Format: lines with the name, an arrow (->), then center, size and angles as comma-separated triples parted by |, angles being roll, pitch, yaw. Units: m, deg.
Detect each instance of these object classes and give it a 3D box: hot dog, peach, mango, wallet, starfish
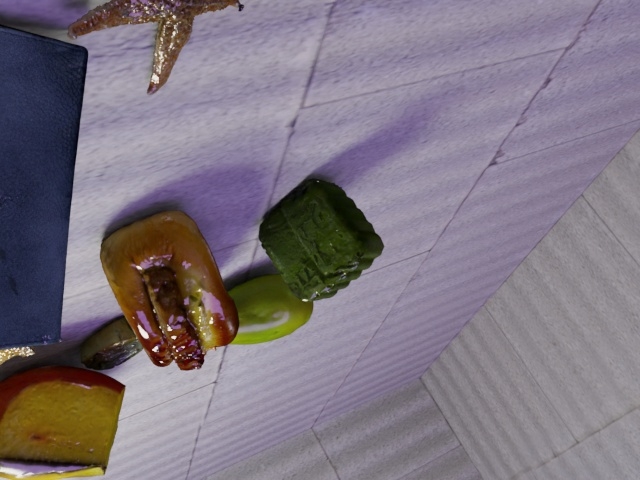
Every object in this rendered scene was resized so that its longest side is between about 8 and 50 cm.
hot dog -> -0.277, 0.127, 1.365 | 0.185, 0.223, 0.405 | -27, 157, -15
peach -> -0.580, 0.389, 1.505 | 0.306, 0.242, 0.380 | 4, 163, -9
mango -> -0.149, 0.170, 1.687 | 0.273, 0.149, 0.185 | -17, 160, -17
wallet -> -0.372, -0.058, 0.816 | 0.191, 0.046, 0.379 | 1, 98, -49
starfish -> -0.194, -0.290, 0.863 | 0.231, 0.048, 0.295 | -19, 157, -49

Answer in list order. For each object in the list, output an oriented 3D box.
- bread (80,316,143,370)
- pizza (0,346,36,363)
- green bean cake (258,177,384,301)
bread -> -0.452, 0.232, 1.555 | 0.156, 0.064, 0.117 | -35, 155, 6
pizza -> -0.634, 0.188, 1.230 | 0.323, 0.089, 0.223 | -37, 149, 18
green bean cake -> 0.000, 0.000, 1.451 | 0.200, 0.214, 0.113 | -40, 161, 18
